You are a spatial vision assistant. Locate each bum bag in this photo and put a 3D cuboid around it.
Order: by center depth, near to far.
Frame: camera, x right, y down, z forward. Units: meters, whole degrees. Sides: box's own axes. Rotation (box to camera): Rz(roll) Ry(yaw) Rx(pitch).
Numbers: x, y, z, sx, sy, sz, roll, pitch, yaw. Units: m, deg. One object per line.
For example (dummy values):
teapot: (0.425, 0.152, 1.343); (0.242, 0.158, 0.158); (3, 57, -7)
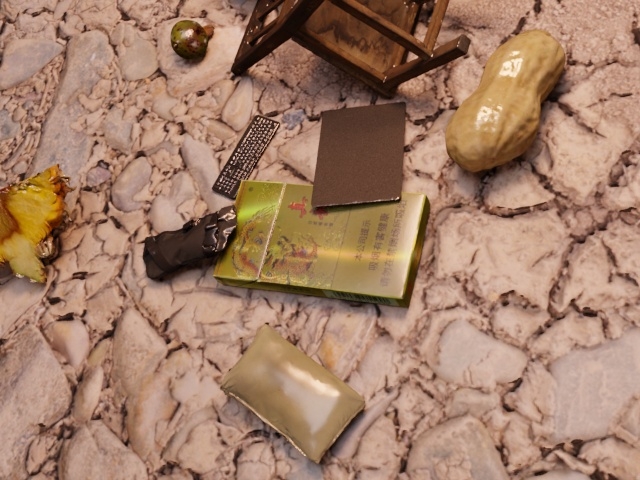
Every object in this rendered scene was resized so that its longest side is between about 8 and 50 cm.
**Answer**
bum bag: (-0.213, 0.002, 1.507); (0.197, 0.049, 0.087); (-20, 55, 29)

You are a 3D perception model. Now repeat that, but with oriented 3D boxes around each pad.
pad: (0.061, -0.137, 1.492); (0.142, 0.003, 0.211); (-4, 50, 15)

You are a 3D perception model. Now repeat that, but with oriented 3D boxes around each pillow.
pillow: (-0.045, 0.215, 1.361); (0.208, 0.053, 0.119); (32, 81, 26)

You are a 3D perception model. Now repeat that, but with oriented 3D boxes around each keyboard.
keyboard: (-0.124, -0.140, 1.585); (0.053, 0.010, 0.155); (22, 74, 25)

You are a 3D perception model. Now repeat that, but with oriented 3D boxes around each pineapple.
pineapple: (-0.486, -0.022, 1.618); (0.249, 0.140, 0.164); (-40, 100, 15)

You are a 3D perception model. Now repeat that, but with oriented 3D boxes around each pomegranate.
pomegranate: (-0.225, -0.359, 1.697); (0.084, 0.073, 0.073); (-10, 59, -13)

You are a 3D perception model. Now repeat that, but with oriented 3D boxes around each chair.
chair: (0.054, -0.360, 1.545); (0.240, 0.416, 0.203); (24, 70, -19)

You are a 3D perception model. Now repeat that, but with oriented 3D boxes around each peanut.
peanut: (0.283, -0.208, 1.418); (0.123, 0.123, 0.257); (28, 73, 28)

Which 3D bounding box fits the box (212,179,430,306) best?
box: (0.000, 0.000, 1.454); (0.311, 0.043, 0.173); (6, 68, 23)
